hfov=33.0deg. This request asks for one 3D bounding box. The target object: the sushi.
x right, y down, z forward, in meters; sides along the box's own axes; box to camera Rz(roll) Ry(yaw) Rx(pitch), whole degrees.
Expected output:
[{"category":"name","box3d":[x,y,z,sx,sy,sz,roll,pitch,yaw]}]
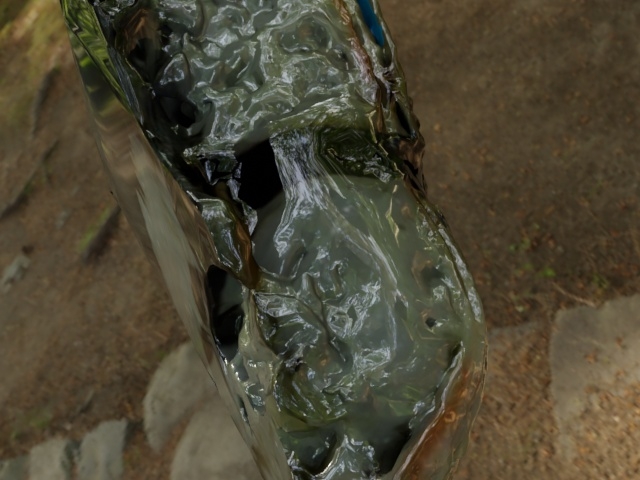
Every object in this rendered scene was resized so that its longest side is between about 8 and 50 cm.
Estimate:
[{"category":"sushi","box3d":[0.004,-0.005,0.375,0.109,0.134,0.273,-23,50,-15]}]
